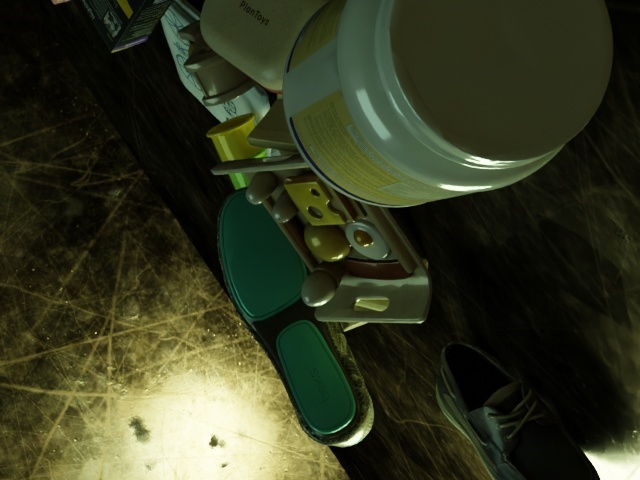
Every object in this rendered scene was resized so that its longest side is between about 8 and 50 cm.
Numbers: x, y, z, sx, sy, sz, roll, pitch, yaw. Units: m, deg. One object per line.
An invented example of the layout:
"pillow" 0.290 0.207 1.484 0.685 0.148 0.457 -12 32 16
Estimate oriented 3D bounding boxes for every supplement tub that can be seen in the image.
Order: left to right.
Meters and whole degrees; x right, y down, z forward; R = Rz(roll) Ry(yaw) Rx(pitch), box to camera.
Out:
"supplement tub" 0.110 -0.159 1.185 0.241 0.241 0.331 57 167 -7

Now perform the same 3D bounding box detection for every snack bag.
"snack bag" -0.181 -0.295 2.305 0.342 0.037 0.323 46 165 23

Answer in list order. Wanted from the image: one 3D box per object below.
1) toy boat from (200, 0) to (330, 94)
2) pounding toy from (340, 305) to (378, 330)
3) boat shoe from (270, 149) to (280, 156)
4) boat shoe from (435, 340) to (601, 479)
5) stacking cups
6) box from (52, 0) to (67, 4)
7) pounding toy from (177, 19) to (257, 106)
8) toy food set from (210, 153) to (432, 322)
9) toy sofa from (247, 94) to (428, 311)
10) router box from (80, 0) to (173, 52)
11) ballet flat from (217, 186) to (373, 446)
"toy boat" -0.047 -0.280 1.638 0.231 0.151 0.151 40 -169 36
"pounding toy" 0.090 0.089 2.135 0.100 0.141 0.130 127 122 -76
"boat shoe" -0.052 -0.180 2.085 0.184 0.066 0.063 151 98 -79
"boat shoe" 0.283 0.280 1.886 0.355 0.132 0.130 40 160 45
"stacking cups" -0.106 -0.066 2.229 0.096 0.096 0.316 19 133 68
"box" -0.352 -0.521 1.874 0.154 0.142 0.300 52 140 10
"pounding toy" -0.132 -0.261 1.958 0.269 0.154 0.155 33 154 59
"toy food set" 0.000 0.000 1.764 0.219 0.092 0.306 -2 133 44
"toy sofa" 0.047 -0.076 1.874 0.150 0.177 0.362 12 141 34
"router box" -0.358 -0.509 2.075 0.309 0.081 0.243 59 144 5
"ballet flat" -0.041 0.139 2.147 0.483 0.164 0.182 64 -172 18
